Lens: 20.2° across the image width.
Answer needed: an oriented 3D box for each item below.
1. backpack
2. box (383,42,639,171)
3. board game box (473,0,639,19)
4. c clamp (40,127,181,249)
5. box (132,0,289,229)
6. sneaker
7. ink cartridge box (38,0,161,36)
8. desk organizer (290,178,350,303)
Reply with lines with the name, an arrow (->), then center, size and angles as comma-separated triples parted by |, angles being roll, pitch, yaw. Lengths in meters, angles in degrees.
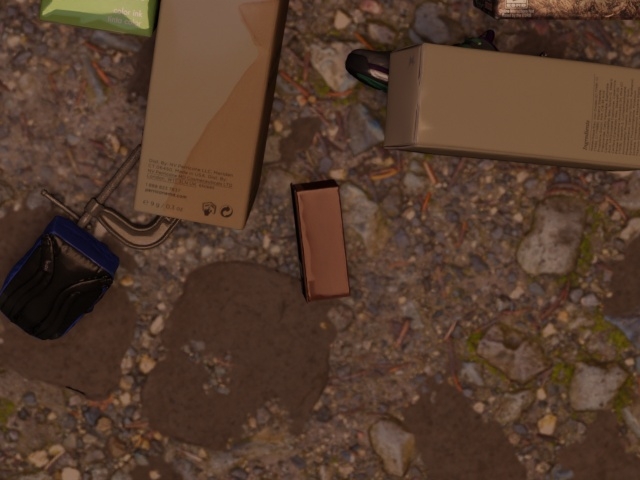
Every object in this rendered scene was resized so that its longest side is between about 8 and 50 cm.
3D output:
backpack -> -0.287, 0.045, 1.963 | 0.098, 0.101, 0.120 | 38, 106, -9
box -> 0.211, -0.138, 1.899 | 0.275, 0.094, 0.113 | 6, 89, -19
board game box -> 0.288, -0.383, 1.891 | 0.232, 0.141, 0.291 | -1, 103, -4
c clamp -> -0.205, -0.062, 1.986 | 0.137, 0.022, 0.160 | 43, 97, -12
box -> -0.106, -0.185, 1.854 | 0.121, 0.148, 0.311 | 11, 112, 1
sneaker -> 0.137, -0.193, 1.963 | 0.224, 0.083, 0.098 | 15, 91, -19
ink cartridge box -> -0.196, -0.396, 1.816 | 0.119, 0.207, 0.353 | 8, 102, -4
desk organizer -> 0.000, 0.000, 2.003 | 0.050, 0.047, 0.130 | -7, 103, -5
